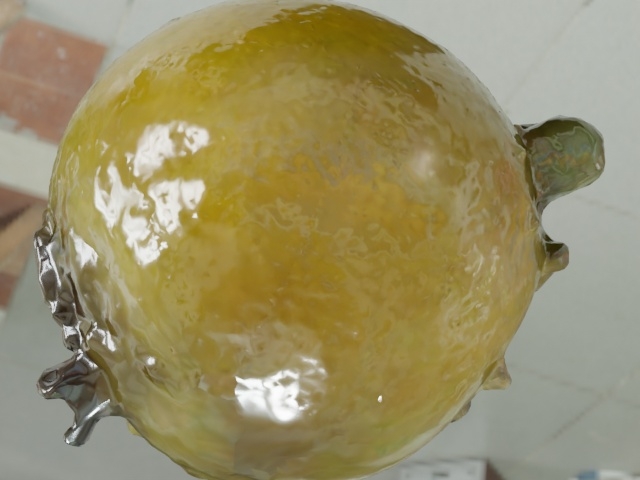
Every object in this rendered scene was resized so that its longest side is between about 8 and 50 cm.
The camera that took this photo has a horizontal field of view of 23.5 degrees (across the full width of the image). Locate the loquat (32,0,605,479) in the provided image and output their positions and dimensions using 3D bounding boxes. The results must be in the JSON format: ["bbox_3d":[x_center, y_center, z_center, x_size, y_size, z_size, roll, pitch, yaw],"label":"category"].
[{"bbox_3d":[0.000,0.000,0.520,0.204,0.149,0.172,-14,127,-5],"label":"loquat"}]
